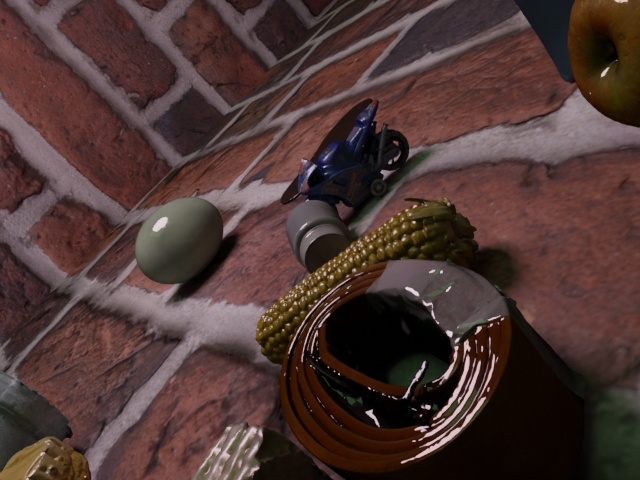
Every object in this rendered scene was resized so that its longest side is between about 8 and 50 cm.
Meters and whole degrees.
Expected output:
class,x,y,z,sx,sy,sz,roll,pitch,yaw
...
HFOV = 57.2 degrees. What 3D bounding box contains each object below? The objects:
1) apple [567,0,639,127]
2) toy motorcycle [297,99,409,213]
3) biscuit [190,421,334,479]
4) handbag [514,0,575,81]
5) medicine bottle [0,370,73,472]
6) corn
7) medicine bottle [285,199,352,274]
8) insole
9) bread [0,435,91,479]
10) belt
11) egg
class,x,y,z,sx,sy,sz,roll,pitch,yaw
apple,0.310,-0.184,0.501,0.155,0.183,0.182,-24,23,-2
toy motorcycle,0.037,-0.105,0.874,0.205,0.114,0.076,-43,21,-1
biscuit,-0.098,0.315,0.307,0.078,0.144,0.426,-16,32,45
handbag,0.293,-0.296,0.657,0.057,0.221,0.144,-51,22,-24
medicine bottle,-0.527,0.344,0.833,0.245,0.245,0.290,-21,28,42
corn,0.043,0.050,0.615,0.260,0.091,0.091,-33,64,22
medicine bottle,0.000,0.000,0.790,0.080,0.080,0.130,-40,23,6
insole,0.017,-0.191,1.207,0.111,0.007,0.328,-10,39,54
bread,-0.360,0.356,0.704,0.140,0.106,0.236,-33,23,24
belt,0.071,0.105,0.455,0.184,0.105,0.261,-51,20,-15
egg,-0.275,-0.001,1.155,0.192,0.149,0.149,-50,23,-26
